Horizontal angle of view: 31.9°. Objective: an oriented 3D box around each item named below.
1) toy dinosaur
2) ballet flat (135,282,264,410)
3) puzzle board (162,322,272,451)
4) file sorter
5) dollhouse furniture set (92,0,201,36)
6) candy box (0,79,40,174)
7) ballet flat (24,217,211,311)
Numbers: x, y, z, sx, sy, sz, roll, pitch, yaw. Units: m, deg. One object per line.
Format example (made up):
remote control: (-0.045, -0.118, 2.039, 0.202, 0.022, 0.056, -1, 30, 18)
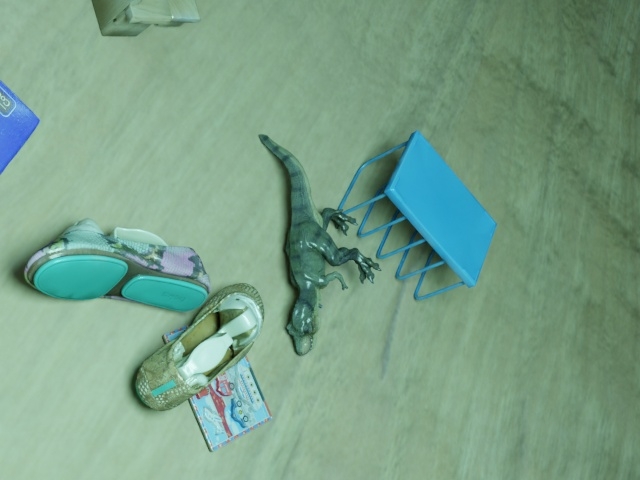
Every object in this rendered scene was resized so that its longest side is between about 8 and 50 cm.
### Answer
toy dinosaur: (0.000, 0.000, 1.306, 0.118, 0.064, 0.268, 8, 62, -37)
ballet flat: (-0.101, 0.101, 1.123, 0.073, 0.067, 0.206, 56, 41, -11)
puzzle board: (-0.104, 0.142, 1.161, 0.096, 0.011, 0.128, -21, 88, -49)
file sorter: (0.121, -0.025, 1.410, 0.170, 0.104, 0.118, 47, 45, -20)
dollhouse furniture set: (-0.097, -0.398, 1.280, 0.355, 0.174, 0.303, -9, 79, -43)
candy box: (-0.411, -0.069, 0.851, 0.268, 0.122, 0.317, 47, 43, -22)
ballet flat: (-0.199, 0.019, 1.082, 0.221, 0.077, 0.079, 12, 45, -48)
